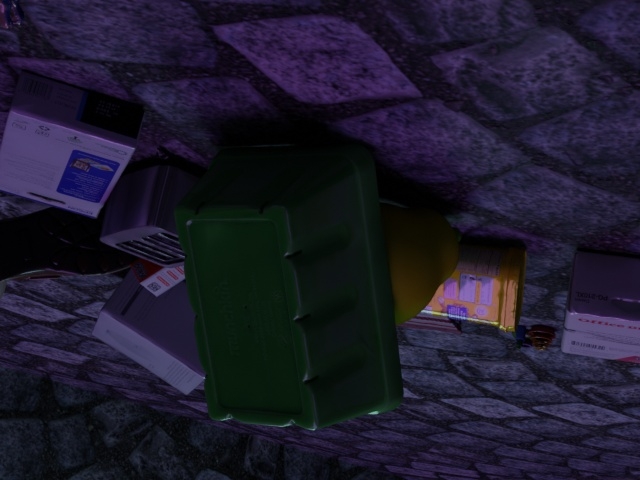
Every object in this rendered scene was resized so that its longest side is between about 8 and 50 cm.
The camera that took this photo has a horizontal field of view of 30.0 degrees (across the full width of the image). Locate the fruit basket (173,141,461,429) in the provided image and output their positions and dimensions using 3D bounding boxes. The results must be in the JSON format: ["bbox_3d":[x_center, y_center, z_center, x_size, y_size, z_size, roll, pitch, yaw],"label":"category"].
[{"bbox_3d":[0.009,0.045,1.596,0.283,0.392,0.392,0,159,30],"label":"fruit basket"}]

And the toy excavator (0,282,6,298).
[{"bbox_3d":[-0.683,0.046,2.019,0.222,0.433,0.445,8,134,7],"label":"toy excavator"}]

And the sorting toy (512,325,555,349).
[{"bbox_3d":[0.377,0.181,2.147,0.061,0.042,0.102,17,161,-19],"label":"sorting toy"}]

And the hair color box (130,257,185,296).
[{"bbox_3d":[-0.225,0.027,1.909,0.141,0.043,0.072,-33,153,2],"label":"hair color box"}]

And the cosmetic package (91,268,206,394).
[{"bbox_3d":[-0.289,0.161,2.233,0.224,0.138,0.224,35,159,-4],"label":"cosmetic package"}]

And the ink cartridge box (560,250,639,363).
[{"bbox_3d":[0.453,0.105,1.782,0.172,0.100,0.237,7,162,11],"label":"ink cartridge box"}]

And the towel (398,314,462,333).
[{"bbox_3d":[0.106,0.104,2.021,0.237,0.037,0.329,6,169,16],"label":"towel"}]

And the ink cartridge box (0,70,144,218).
[{"bbox_3d":[-0.352,-0.122,1.634,0.165,0.065,0.332,16,160,-16],"label":"ink cartridge box"}]

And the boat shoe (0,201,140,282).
[{"bbox_3d":[-0.438,0.005,1.903,0.324,0.122,0.120,-5,178,-21],"label":"boat shoe"}]

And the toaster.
[{"bbox_3d":[-0.214,-0.038,1.728,0.185,0.110,0.168,25,157,-35],"label":"toaster"}]

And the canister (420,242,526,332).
[{"bbox_3d":[0.213,0.062,1.771,0.170,0.073,0.126,9,121,16],"label":"canister"}]

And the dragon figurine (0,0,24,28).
[{"bbox_3d":[-0.390,-0.290,1.111,0.085,0.144,0.289,2,141,31],"label":"dragon figurine"}]
